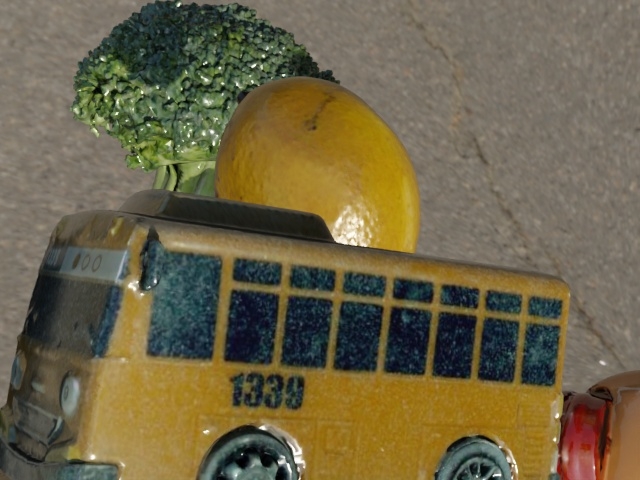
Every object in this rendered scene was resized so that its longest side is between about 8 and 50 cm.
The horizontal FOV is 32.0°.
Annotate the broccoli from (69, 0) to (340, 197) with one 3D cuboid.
[{"bbox_3d":[-0.125,-0.170,1.412,0.375,0.302,0.249,8,75,-17],"label":"broccoli"}]

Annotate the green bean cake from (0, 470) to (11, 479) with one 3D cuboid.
[{"bbox_3d":[-0.243,0.231,0.979,0.230,0.224,0.131,-8,105,48],"label":"green bean cake"}]

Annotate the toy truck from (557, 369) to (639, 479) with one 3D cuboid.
[{"bbox_3d":[0.263,0.234,0.816,0.189,0.239,0.265,1,74,29],"label":"toy truck"}]

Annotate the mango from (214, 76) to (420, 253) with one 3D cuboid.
[{"bbox_3d":[0.000,0.000,0.762,0.147,0.109,0.227,-11,89,21],"label":"mango"}]

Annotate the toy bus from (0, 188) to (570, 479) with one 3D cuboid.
[{"bbox_3d":[-0.009,0.042,0.380,0.091,0.182,0.103,2,85,59],"label":"toy bus"}]
